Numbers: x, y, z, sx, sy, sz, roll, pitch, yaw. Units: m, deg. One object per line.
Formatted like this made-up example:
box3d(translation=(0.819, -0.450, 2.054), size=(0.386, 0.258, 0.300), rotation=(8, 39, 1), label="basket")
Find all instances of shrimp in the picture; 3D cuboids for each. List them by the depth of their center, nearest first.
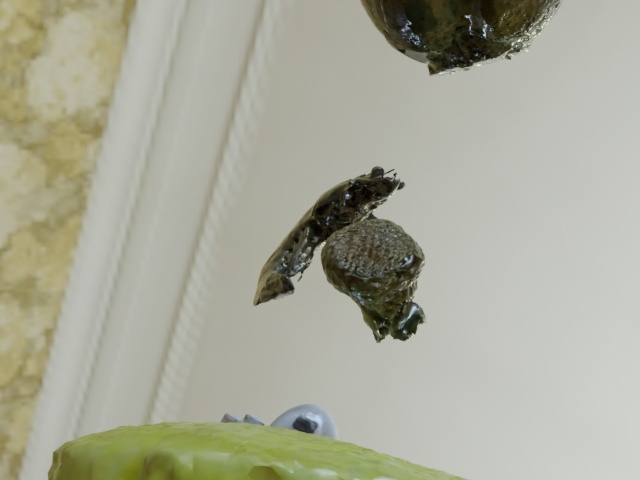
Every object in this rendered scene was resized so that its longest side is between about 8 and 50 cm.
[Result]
box3d(translation=(0.000, 0.000, 1.404), size=(0.051, 0.150, 0.217), rotation=(44, -33, -7), label="shrimp")

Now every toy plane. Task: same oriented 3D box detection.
box3d(translation=(-0.038, 0.229, 1.368), size=(0.174, 0.080, 0.174), rotation=(-2, -99, 14), label="toy plane")

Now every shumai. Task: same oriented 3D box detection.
box3d(translation=(0.039, 0.036, 1.099), size=(0.083, 0.082, 0.080), rotation=(-85, -179, -55), label="shumai")

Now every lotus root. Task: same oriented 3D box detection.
box3d(translation=(0.084, -0.247, 1.010), size=(0.152, 0.160, 0.274), rotation=(-13, -76, 7), label="lotus root")

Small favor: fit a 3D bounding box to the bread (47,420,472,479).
box3d(translation=(-0.016, 0.268, 0.849), size=(0.348, 0.348, 0.307), rotation=(5, -106, 42), label="bread")
